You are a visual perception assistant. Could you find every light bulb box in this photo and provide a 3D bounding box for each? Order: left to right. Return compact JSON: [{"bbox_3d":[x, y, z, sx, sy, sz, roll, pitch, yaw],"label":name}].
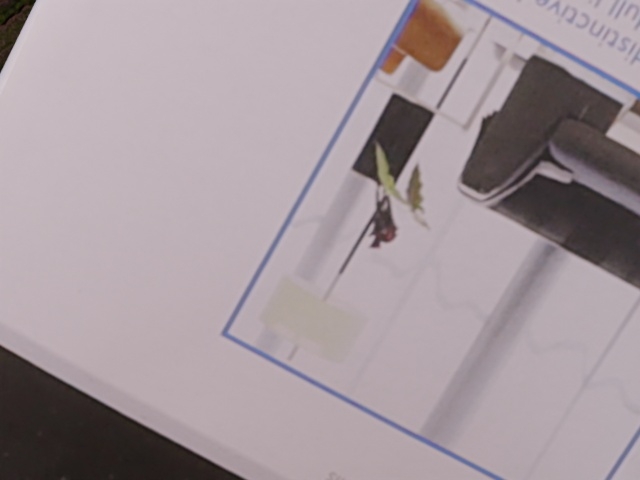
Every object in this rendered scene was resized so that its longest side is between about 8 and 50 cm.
[{"bbox_3d":[0.000,0.000,0.707,0.361,0.225,0.358,-60,3,16],"label":"light bulb box"}]
